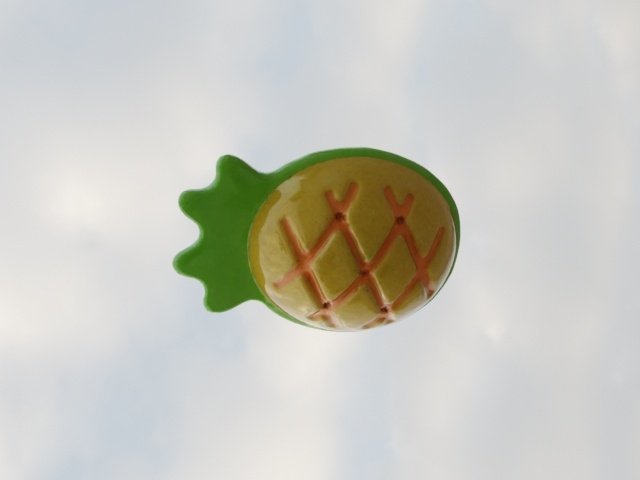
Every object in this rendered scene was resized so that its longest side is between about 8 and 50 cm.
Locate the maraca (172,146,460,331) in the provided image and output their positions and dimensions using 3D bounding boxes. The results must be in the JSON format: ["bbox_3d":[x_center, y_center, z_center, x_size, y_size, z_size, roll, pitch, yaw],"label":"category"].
[{"bbox_3d":[0.000,0.000,0.705,0.185,0.099,0.127,3,-72,-11],"label":"maraca"}]
